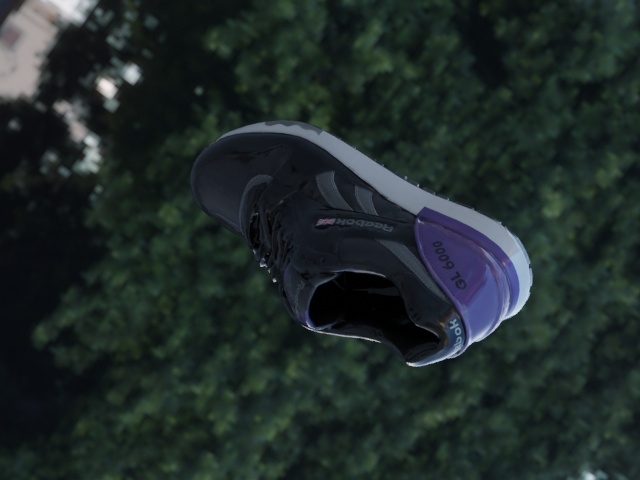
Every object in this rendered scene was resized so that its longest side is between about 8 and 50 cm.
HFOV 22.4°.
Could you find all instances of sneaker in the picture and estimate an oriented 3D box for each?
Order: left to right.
[{"bbox_3d":[0.000,0.000,1.156,0.124,0.283,0.107,-36,137,-43],"label":"sneaker"}]
